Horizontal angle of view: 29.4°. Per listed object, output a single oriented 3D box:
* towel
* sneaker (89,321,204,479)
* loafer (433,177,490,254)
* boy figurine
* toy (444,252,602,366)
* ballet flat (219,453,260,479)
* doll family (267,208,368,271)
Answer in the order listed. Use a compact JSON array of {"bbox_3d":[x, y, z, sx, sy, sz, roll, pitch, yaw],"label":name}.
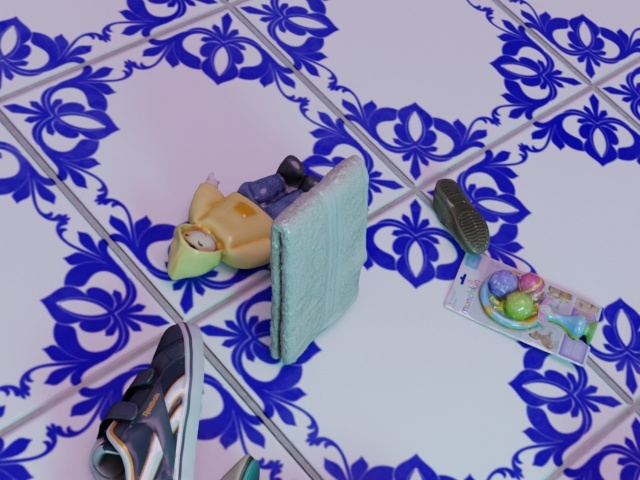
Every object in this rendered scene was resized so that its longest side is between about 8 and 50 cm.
[{"bbox_3d":[-0.003,0.034,1.729,0.049,0.282,0.187,27,48,25],"label":"towel"},{"bbox_3d":[-0.227,0.239,1.593,0.127,0.126,0.321,12,52,-15],"label":"sneaker"},{"bbox_3d":[0.230,-0.034,2.001,0.056,0.050,0.148,-12,61,-22],"label":"loafer"},{"bbox_3d":[-0.130,-0.033,1.861,0.285,0.092,0.177,-30,69,-37],"label":"boy figurine"},{"bbox_3d":[0.330,0.093,1.930,0.237,0.056,0.137,26,49,3],"label":"toy"},{"bbox_3d":[-0.135,0.382,1.547,0.086,0.086,0.248,14,51,-6],"label":"ballet flat"},{"bbox_3d":[0.000,0.000,1.848,0.076,0.111,0.193,12,40,33],"label":"doll family"}]
